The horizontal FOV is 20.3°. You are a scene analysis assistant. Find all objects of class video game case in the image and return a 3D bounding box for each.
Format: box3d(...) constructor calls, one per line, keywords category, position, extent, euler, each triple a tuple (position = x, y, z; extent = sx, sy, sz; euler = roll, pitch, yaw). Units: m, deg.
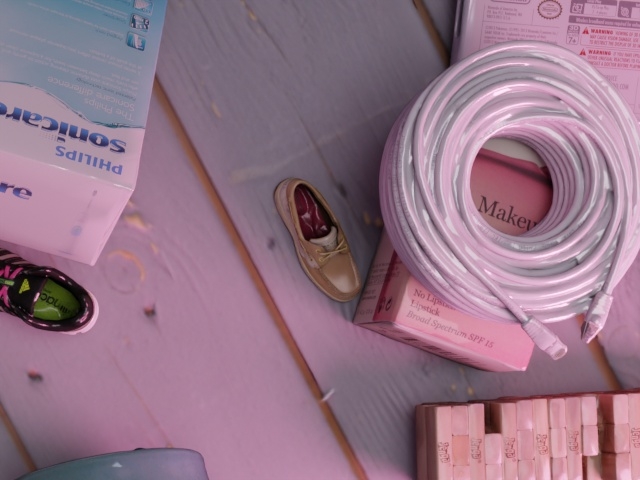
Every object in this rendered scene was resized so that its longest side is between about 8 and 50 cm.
box3d(category="video game case", position=(0.299, -0.266, 1.815), extent=(0.329, 0.036, 0.300), euler=(3, 101, -16))

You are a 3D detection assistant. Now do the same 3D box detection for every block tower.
box3d(category="block tower", position=(0.257, 0.197, 1.783), extent=(0.335, 0.091, 0.097), euler=(-1, 87, -17))

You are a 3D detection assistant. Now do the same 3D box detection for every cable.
box3d(category="cable", position=(0.182, -0.050, 1.645), extent=(0.257, 0.089, 0.257), euler=(34, 77, -10))

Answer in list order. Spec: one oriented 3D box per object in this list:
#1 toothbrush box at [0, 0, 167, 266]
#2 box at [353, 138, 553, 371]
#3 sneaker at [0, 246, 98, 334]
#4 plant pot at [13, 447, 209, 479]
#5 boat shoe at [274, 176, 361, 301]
box3d(category="toothbrush box", position=(-0.261, -0.152, 1.568), extent=(0.216, 0.126, 0.295), euler=(16, 51, -15))
box3d(category="box", position=(0.148, -0.003, 1.744), extent=(0.149, 0.127, 0.232), euler=(20, 81, -14))
box3d(category="sneaker", position=(-0.280, 0.041, 1.640), extent=(0.170, 0.075, 0.063), euler=(22, 80, -14))
box3d(category="plant pot", position=(-0.169, 0.323, 1.572), extent=(0.272, 0.271, 0.255), euler=(-6, 73, -17))
box3d(category="boat shoe", position=(0.000, 0.000, 1.742), extent=(0.050, 0.045, 0.135), euler=(-34, 96, -16))
